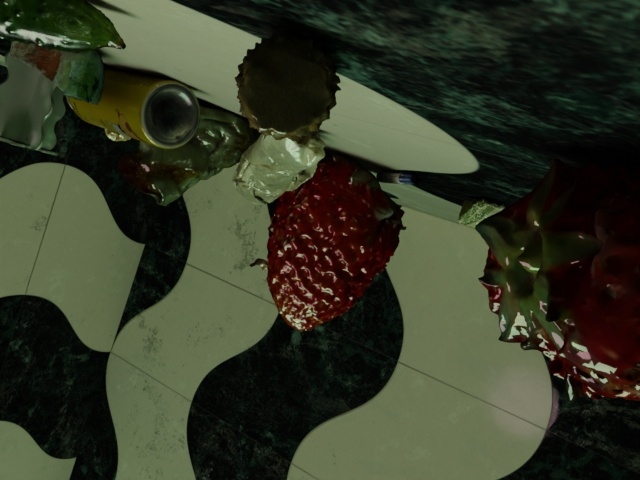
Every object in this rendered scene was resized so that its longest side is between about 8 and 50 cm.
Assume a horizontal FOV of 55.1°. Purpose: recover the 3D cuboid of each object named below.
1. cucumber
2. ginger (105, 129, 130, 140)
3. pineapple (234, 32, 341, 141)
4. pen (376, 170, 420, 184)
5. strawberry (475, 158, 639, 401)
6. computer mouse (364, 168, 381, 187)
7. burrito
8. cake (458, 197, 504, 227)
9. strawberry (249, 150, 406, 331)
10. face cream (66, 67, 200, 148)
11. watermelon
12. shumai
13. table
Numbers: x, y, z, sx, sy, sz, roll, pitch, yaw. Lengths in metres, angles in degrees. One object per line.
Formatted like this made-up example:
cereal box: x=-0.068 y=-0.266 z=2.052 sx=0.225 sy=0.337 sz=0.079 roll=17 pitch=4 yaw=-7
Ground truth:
cucumber: x=-0.279 y=-0.204 z=0.526 sx=0.227 sy=0.069 sz=0.069 roll=14 pitch=-176 yaw=-7
ginger: x=-0.357 y=-0.229 z=1.238 sx=0.058 sy=0.133 sz=0.214 roll=-16 pitch=-156 yaw=17
pineapple: x=-0.023 y=-0.112 z=0.460 sx=0.074 sy=0.074 sz=0.159 roll=19 pitch=-168 yaw=-4
pen: x=0.146 y=-0.120 z=1.168 sx=0.025 sy=0.025 sz=0.204 roll=18 pitch=-177 yaw=-13
strawberry: x=0.233 y=0.029 z=0.464 sx=0.201 sy=0.184 sz=0.187 roll=-4 pitch=152 yaw=-11
computer mouse: x=0.085 y=-0.143 z=1.381 sx=0.135 sy=0.047 sz=0.079 roll=30 pitch=169 yaw=-11
burrito: x=-0.083 y=-0.127 z=1.086 sx=0.117 sy=0.076 sz=0.392 roll=31 pitch=164 yaw=-11
cake: x=0.303 y=-0.064 z=1.144 sx=0.051 sy=0.055 sz=0.140 roll=20 pitch=166 yaw=-2
strawberry: x=-0.001 y=-0.001 z=1.253 sx=0.292 sy=0.343 sz=0.292 roll=42 pitch=-178 yaw=-1
face cream: x=-0.338 y=-0.234 z=1.038 sx=0.105 sy=0.105 sz=0.348 roll=15 pitch=-174 yaw=-46
watermelon: x=-0.370 y=-0.258 z=0.875 sx=0.139 sy=0.071 sz=0.187 roll=25 pitch=-170 yaw=-17
shumai: x=-0.251 y=-0.166 z=1.194 sx=0.222 sy=0.204 sz=0.271 roll=23 pitch=-171 yaw=40
table: x=-0.641 y=-0.309 z=1.366 sx=0.166 sy=0.198 sz=0.166 roll=18 pitch=-176 yaw=-1
